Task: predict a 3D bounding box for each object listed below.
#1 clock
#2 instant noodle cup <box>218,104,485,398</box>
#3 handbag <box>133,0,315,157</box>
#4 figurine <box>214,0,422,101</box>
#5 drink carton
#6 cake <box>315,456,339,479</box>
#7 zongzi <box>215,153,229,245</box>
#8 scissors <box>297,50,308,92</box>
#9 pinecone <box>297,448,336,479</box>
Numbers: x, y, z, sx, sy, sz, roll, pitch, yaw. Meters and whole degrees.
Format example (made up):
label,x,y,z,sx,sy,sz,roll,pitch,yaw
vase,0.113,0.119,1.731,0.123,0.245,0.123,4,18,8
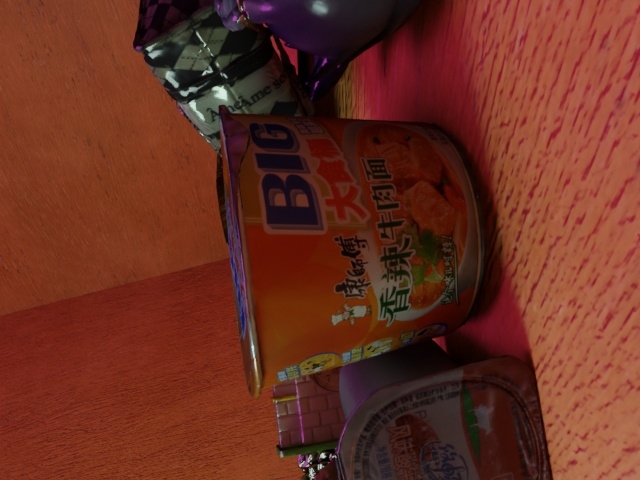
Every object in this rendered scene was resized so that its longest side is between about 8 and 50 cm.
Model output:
label,x,y,z,sx,sy,sz,roll,pitch,yaw
clock,0.021,0.207,0.819,0.106,0.220,0.255,116,146,-71
instant noodle cup,0.015,0.001,0.510,0.296,0.214,0.296,173,90,-78
handbag,-0.127,-0.248,0.789,0.416,0.180,0.316,56,-171,-51
figurine,0.002,-0.253,0.469,0.175,0.197,0.265,35,168,-11
drink carton,0.099,0.188,0.514,0.189,0.191,0.185,-126,22,-76
cake,0.060,0.494,0.708,0.332,0.322,0.331,166,90,-80
zongzi,-0.167,-0.144,1.374,0.432,0.208,0.402,-94,-5,-89
scissors,-0.033,-0.286,0.936,0.220,0.017,0.088,89,166,-47
pinecone,0.053,0.465,1.031,0.208,0.208,0.207,166,90,-78
